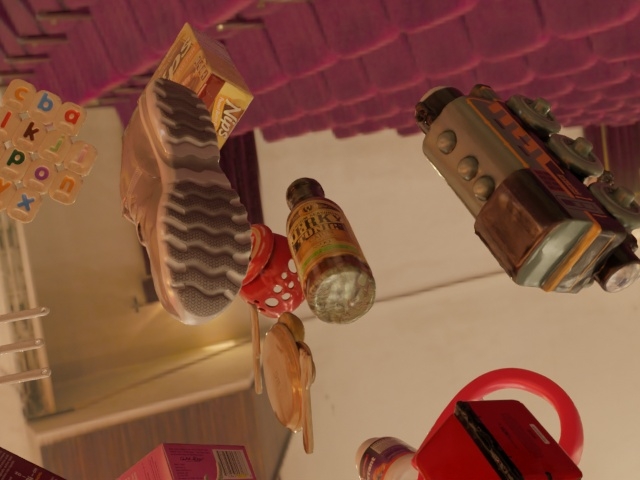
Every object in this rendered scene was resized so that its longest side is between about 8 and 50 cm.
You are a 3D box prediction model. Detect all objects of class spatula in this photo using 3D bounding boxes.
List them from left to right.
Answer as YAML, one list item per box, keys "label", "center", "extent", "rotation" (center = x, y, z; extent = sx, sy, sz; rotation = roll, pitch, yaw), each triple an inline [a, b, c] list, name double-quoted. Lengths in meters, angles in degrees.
- label: "spatula"
  center: [-0.567, 0.183, 1.315]
  extent: [0.242, 0.168, 0.019]
  rotation: [-12, 144, -3]

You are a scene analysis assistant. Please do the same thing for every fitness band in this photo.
- label: "fitness band"
  center: [0.259, 0.324, 1.180]
  extent: [0.209, 0.054, 0.291]
  rotation: [24, -111, 41]

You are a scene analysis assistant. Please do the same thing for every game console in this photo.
- label: "game console"
  center: [0.191, 0.248, 0.874]
  extent: [0.124, 0.085, 0.144]
  rotation: [2, -157, -18]

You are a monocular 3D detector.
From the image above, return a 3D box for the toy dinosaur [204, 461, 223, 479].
- label: "toy dinosaur"
  center: [-0.087, 0.321, 0.622]
  extent: [0.121, 0.160, 0.313]
  rotation: [-48, -178, 9]

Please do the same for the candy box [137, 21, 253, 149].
- label: "candy box"
  center: [-0.224, -0.241, 1.366]
  extent: [0.087, 0.183, 0.316]
  rotation: [28, -163, -29]

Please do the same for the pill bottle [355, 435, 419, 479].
- label: "pill bottle"
  center: [0.128, 0.403, 1.387]
  extent: [0.108, 0.108, 0.193]
  rotation: [-9, -178, -16]

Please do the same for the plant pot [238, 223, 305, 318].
- label: "plant pot"
  center: [-0.133, 0.066, 1.896]
  extent: [0.174, 0.191, 0.191]
  rotation: [37, 156, -33]

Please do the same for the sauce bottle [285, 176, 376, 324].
- label: "sauce bottle"
  center: [0.000, 0.000, 1.296]
  extent: [0.111, 0.111, 0.344]
  rotation: [-8, -150, -9]

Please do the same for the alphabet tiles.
- label: "alphabet tiles"
  center: [-0.624, -0.188, 1.671]
  extent: [0.284, 0.278, 0.021]
  rotation: [24, 166, -9]

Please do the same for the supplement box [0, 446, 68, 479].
- label: "supplement box"
  center: [-0.371, 0.312, 0.925]
  extent: [0.188, 0.104, 0.081]
  rotation: [31, -150, -10]

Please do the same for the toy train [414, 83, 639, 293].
- label: "toy train"
  center: [0.239, -0.071, 0.950]
  extent: [0.190, 0.142, 0.334]
  rotation: [7, -140, -36]

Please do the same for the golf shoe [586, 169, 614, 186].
- label: "golf shoe"
  center: [0.480, -0.065, 1.509]
  extent: [0.077, 0.198, 0.094]
  rotation: [-20, -127, -34]

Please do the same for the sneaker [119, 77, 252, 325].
- label: "sneaker"
  center: [-0.150, -0.030, 0.826]
  extent: [0.105, 0.281, 0.115]
  rotation: [17, 136, -38]

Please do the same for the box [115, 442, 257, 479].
- label: "box"
  center: [-0.270, 0.482, 1.459]
  extent: [0.243, 0.117, 0.213]
  rotation: [-41, 146, 22]

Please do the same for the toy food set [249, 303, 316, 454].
- label: "toy food set"
  center: [-0.031, 0.148, 0.892]
  extent: [0.039, 0.132, 0.192]
  rotation: [-7, -165, -21]
